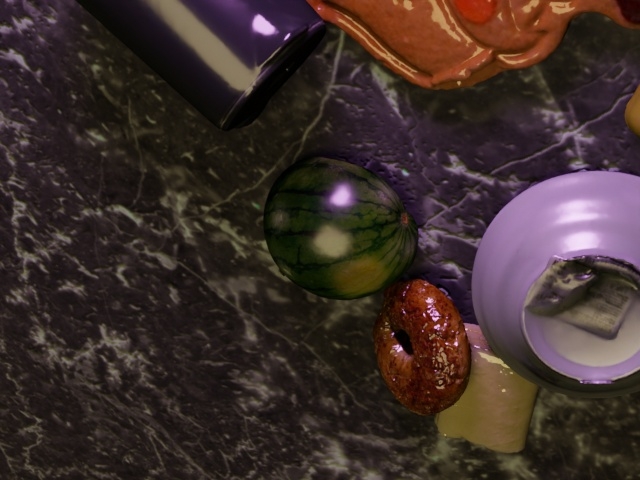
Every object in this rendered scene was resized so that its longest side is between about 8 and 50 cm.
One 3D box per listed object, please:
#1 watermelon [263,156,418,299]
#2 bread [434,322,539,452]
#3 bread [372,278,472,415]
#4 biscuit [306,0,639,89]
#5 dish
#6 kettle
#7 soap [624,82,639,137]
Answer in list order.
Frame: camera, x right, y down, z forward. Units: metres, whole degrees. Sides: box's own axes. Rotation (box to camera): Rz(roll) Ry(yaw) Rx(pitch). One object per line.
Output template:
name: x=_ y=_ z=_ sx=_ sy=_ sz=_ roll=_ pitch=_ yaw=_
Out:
watermelon: x=0.006 y=-0.001 z=1.370 sx=0.232 sy=0.127 sz=0.204 roll=6 pitch=125 yaw=28
bread: x=0.232 y=0.208 z=1.435 sx=0.139 sy=0.060 sz=0.178 roll=14 pitch=124 yaw=16
bread: x=0.131 y=0.146 z=1.401 sx=0.193 sy=0.064 sz=0.193 roll=27 pitch=124 yaw=50
biscuit: x=0.168 y=-0.346 z=1.122 sx=0.455 sy=0.078 sz=0.350 roll=-16 pitch=108 yaw=32
dish: x=0.331 y=0.078 z=1.254 sx=0.316 sy=0.106 sz=0.316 roll=6 pitch=115 yaw=14
kettle: x=-0.175 y=-0.275 z=1.222 sx=0.308 sy=0.203 sz=0.262 roll=45 pitch=130 yaw=-2
soap: x=0.396 y=-0.162 z=1.140 sx=0.089 sy=0.045 sz=0.140 roll=29 pitch=127 yaw=10
